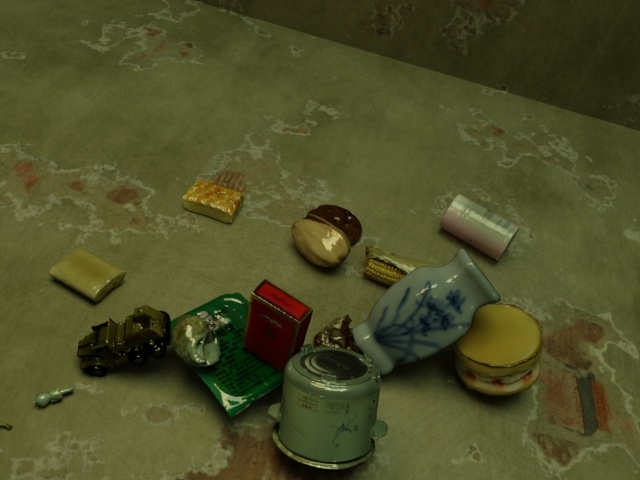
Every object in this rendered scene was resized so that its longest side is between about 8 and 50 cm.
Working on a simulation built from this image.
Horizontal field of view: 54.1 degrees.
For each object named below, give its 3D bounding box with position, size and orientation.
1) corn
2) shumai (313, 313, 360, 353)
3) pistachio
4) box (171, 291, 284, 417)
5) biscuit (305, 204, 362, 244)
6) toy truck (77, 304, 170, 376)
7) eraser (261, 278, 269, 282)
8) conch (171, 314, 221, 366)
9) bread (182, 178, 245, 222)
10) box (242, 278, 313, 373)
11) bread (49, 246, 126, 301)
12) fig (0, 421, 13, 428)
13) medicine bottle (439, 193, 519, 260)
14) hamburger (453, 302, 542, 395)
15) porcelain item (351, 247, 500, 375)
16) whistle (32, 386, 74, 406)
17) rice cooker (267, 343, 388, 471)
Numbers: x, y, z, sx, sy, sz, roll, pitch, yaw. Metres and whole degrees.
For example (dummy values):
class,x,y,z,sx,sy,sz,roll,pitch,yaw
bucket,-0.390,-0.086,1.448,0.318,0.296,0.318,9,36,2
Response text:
class,x,y,z,sx,sy,sz,roll,pitch,yaw
corn,0.284,0.104,2.105,0.305,0.122,0.123,19,42,7
shumai,0.049,0.295,1.873,0.139,0.105,0.123,-16,50,3
pistachio,0.000,0.000,2.113,0.157,0.157,0.229,-29,54,-36
box,-0.247,0.321,1.746,0.264,0.106,0.337,-25,56,-35
biscuit,0.049,-0.055,2.265,0.212,0.036,0.212,7,45,-8
toy truck,-0.528,0.262,1.658,0.257,0.127,0.127,-22,49,15
eraser,-0.182,0.176,1.943,0.026,0.065,0.105,14,44,-2
conch,-0.335,0.262,1.637,0.116,0.106,0.173,-21,69,-47
bread,-0.377,-0.141,2.211,0.189,0.068,0.125,19,43,4
box,-0.115,0.228,1.627,0.153,0.239,0.074,33,48,18
bread,-0.698,0.102,1.878,0.178,0.060,0.139,28,44,14
fig,-0.837,0.456,1.486,0.166,0.093,0.093,32,25,-46
medicine bottle,0.589,-0.050,2.327,0.254,0.152,0.152,33,46,16
hamburger,0.521,0.328,1.888,0.261,0.186,0.302,-14,38,-6
porcelain item,0.298,0.209,1.798,0.242,0.405,0.178,51,9,-9
whistle,-0.681,0.396,1.599,0.100,0.035,0.035,-16,51,-31
rice cooker,0.020,0.430,1.581,0.317,0.316,0.264,17,14,2
